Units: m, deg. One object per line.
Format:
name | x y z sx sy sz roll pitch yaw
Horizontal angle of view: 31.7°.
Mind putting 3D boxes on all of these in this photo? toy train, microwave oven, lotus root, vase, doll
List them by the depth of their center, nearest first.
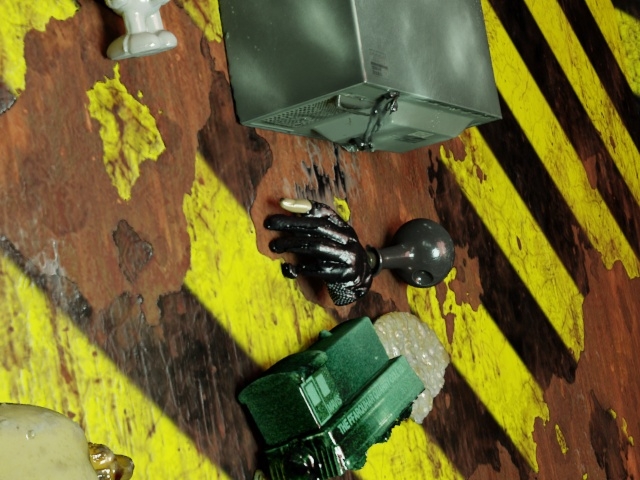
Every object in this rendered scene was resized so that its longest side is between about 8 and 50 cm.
lotus root | -0.323 0.242 1.085 0.343 0.151 0.169 0 65 -56
doll | -0.243 -0.382 1.468 0.208 0.144 0.271 -44 121 -46
toy train | 0.022 0.222 1.602 0.178 0.138 0.330 63 31 -4
microwave oven | 0.071 -0.324 1.787 0.432 0.236 0.374 4 75 -55
vase | 0.139 0.025 1.878 0.183 0.120 0.120 -6 82 -41

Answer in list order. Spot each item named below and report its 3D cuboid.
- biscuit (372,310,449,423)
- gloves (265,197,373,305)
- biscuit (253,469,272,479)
biscuit | 0.140 0.210 1.861 0.265 0.040 0.188 10 69 -52
gloves | 0.002 0.001 1.682 0.180 0.106 0.129 56 40 -33
biscuit | -0.037 0.420 1.547 0.203 0.016 0.144 42 46 -39
